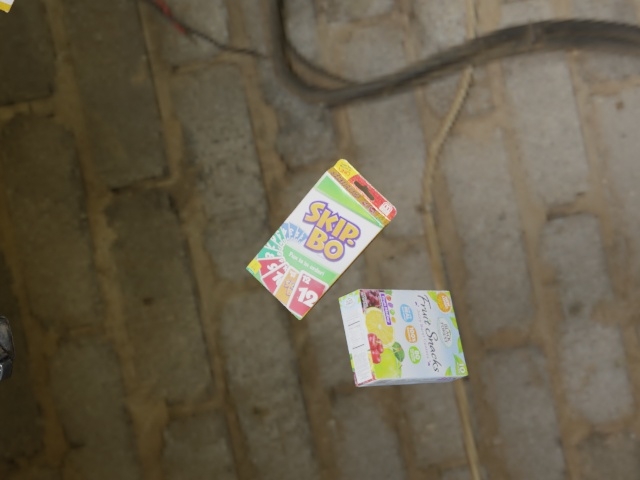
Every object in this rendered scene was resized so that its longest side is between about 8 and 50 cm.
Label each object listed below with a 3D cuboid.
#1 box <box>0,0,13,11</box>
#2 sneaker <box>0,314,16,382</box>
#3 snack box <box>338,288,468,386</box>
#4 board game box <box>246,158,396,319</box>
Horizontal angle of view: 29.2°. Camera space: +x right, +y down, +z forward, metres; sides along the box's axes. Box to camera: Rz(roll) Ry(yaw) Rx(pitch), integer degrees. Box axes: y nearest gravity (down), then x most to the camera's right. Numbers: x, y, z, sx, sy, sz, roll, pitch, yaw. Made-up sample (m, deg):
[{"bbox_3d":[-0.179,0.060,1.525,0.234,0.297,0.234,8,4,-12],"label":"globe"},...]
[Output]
[{"bbox_3d":[-0.365,-0.326,1.384,0.136,0.081,0.028,-50,33,38],"label":"box"},{"bbox_3d":[-0.433,0.089,1.405,0.217,0.121,0.079,50,122,17],"label":"sneaker"},{"bbox_3d":[0.091,0.105,1.341,0.037,0.141,0.100,-26,68,45],"label":"snack box"},{"bbox_3d":[0.000,0.000,1.935,0.124,0.259,0.039,44,-151,5],"label":"board game box"}]
